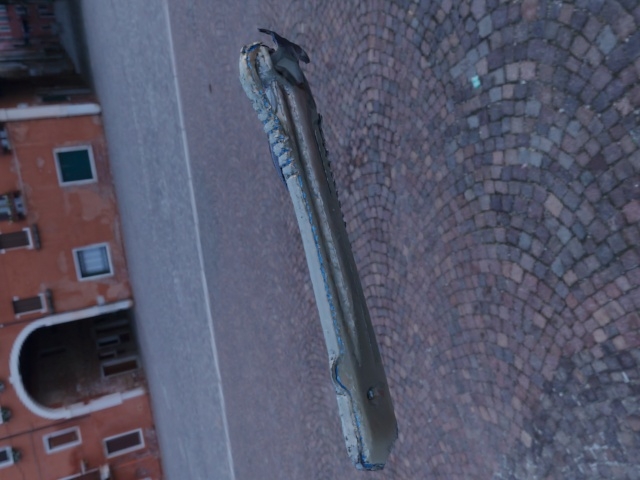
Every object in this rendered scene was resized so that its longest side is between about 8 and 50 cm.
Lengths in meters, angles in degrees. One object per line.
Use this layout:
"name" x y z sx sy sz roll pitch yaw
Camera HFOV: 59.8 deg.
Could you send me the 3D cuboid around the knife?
"knife" -0.004 0.002 0.456 0.043 0.089 0.364 -24 75 42
